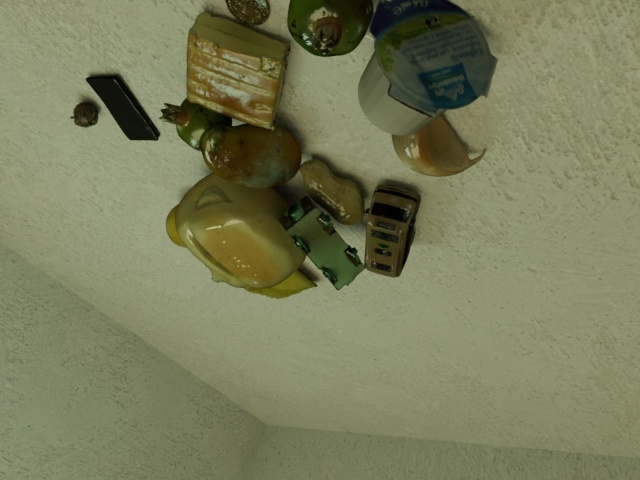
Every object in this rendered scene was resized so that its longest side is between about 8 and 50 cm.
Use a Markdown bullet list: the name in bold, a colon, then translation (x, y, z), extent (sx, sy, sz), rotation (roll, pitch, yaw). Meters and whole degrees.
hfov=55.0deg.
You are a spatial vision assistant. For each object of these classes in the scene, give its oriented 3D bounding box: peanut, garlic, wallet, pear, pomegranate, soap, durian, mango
- **peanut**: translation (0.036, -0.143, 1.752), extent (0.236, 0.110, 0.120), rotation (45, 153, -18)
- **garlic**: translation (0.266, -0.236, 1.466), extent (0.164, 0.145, 0.245), rotation (-38, 122, 20)
- **wallet**: translation (-0.585, -0.390, 1.827), extent (0.124, 0.025, 0.244), rotation (5, 146, 26)
- **pear**: translation (-0.447, -0.064, 2.106), extent (0.178, 0.178, 0.178), rotation (16, 148, 10)
- **pomegranate**: translation (-0.328, -0.317, 1.630), extent (0.159, 0.159, 0.205), rotation (-11, 168, 42)
- **pomegranate**: translation (0.015, -0.440, 1.215), extent (0.180, 0.209, 0.179), rotation (5, 135, 5)
- **soap**: translation (-0.239, 0.104, 2.275), extent (0.427, 0.115, 0.306), rotation (37, 148, -23)
- **durian**: translation (-0.721, -0.382, 1.872), extent (0.091, 0.080, 0.080), rotation (-4, 144, 3)
- **mango**: translation (-0.184, -0.228, 1.626), extent (0.316, 0.146, 0.192), rotation (5, 129, -46)

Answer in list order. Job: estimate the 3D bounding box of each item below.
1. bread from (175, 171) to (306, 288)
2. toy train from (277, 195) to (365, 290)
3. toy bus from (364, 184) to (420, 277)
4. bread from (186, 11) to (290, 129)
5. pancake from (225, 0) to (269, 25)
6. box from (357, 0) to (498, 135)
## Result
- **bread**: translation (-0.242, -0.042, 1.926), extent (0.348, 0.252, 0.376), rotation (-14, 137, 34)
- **toy train**: translation (0.000, 0.000, 1.805), extent (0.326, 0.129, 0.159), rotation (49, 179, -35)
- **toy bus**: translation (0.199, -0.023, 1.777), extent (0.140, 0.157, 0.289), rotation (15, 148, 10)
- **bread**: translation (-0.200, -0.405, 1.489), extent (0.246, 0.111, 0.239), rotation (21, 150, 0)
- **pancake**: translation (-0.165, -0.528, 1.377), extent (0.115, 0.011, 0.114), rotation (16, 148, 10)
- **box**: translation (0.175, -0.354, 1.261), extent (0.291, 0.263, 0.206), rotation (62, 158, 7)
